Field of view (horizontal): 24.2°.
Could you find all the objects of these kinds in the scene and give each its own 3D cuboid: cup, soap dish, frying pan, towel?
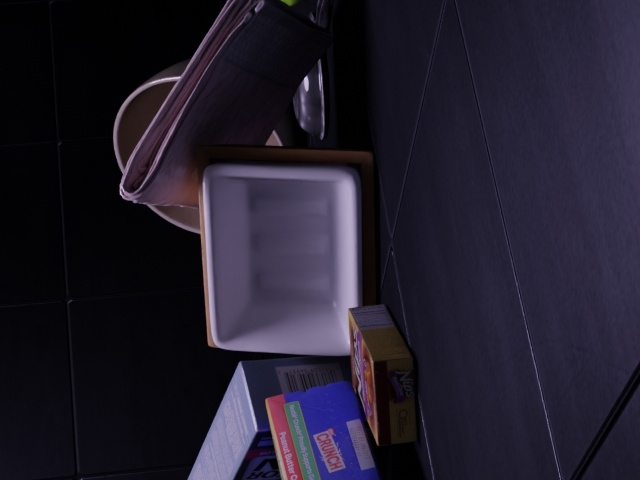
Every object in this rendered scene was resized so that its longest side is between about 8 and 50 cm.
[{"bbox_3d":[-0.175,-0.206,2.694,0.237,0.331,0.331,-62,-22,-50],"label":"cup"},{"bbox_3d":[-0.038,0.006,1.962,0.118,0.229,0.291,-71,-19,-65],"label":"soap dish"},{"bbox_3d":[-0.013,-0.256,2.251,0.326,0.053,0.197,156,108,-86],"label":"frying pan"},{"bbox_3d":[-0.118,-0.178,1.998,0.317,0.053,0.332,-57,-15,8],"label":"towel"}]

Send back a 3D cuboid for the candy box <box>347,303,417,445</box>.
[{"bbox_3d":[0.073,0.159,1.803,0.187,0.053,0.109,-112,17,-72],"label":"candy box"}]

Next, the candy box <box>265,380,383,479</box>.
[{"bbox_3d":[0.033,0.380,1.839,0.268,0.122,0.317,-107,6,-56],"label":"candy box"}]

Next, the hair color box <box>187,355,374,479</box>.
[{"bbox_3d":[-0.061,0.306,2.085,0.374,0.185,0.114,115,146,-49],"label":"hair color box"}]

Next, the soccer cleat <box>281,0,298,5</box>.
[{"bbox_3d":[-0.070,-0.462,2.435,0.060,0.072,0.179,99,164,-63],"label":"soccer cleat"}]
